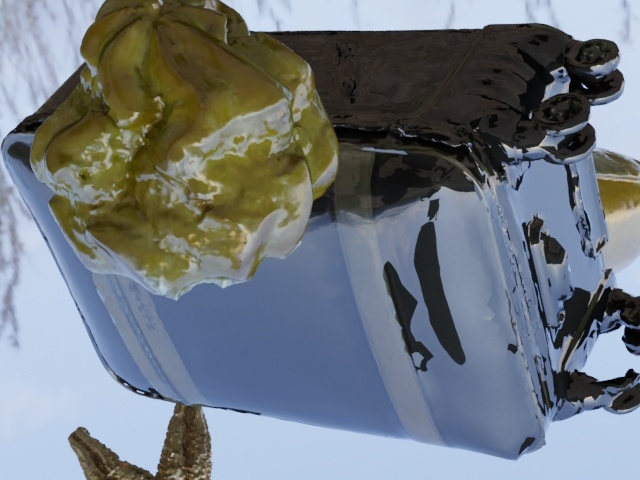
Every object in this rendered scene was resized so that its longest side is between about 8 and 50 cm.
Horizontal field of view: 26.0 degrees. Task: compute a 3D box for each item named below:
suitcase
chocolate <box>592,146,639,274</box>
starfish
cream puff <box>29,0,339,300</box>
[{"bbox_3d":[0.000,0.000,0.956,0.433,0.283,0.194,6,-138,31],"label":"suitcase"},{"bbox_3d":[0.224,-0.028,1.327,0.162,0.162,0.445,24,-158,33],"label":"chocolate"},{"bbox_3d":[-0.139,0.250,1.371,0.295,0.048,0.231,-13,-105,-19],"label":"starfish"},{"bbox_3d":[-0.069,-0.054,0.682,0.156,0.156,0.121,-24,-159,-16],"label":"cream puff"}]
